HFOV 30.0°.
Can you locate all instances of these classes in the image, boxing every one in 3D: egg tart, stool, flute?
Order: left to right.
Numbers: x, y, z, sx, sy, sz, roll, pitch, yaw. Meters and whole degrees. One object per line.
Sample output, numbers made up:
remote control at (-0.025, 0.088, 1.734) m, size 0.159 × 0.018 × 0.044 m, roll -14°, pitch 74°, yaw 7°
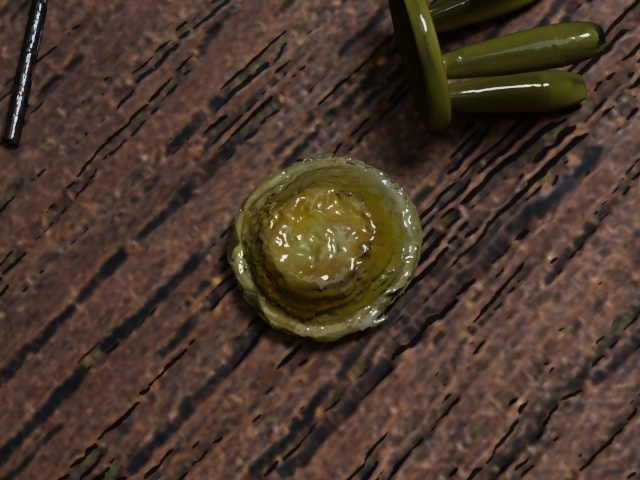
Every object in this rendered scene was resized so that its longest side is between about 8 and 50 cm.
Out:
flute at (-0.195, -0.197, 0.854) m, size 0.014 × 0.014 × 0.270 m, roll 7°, pitch 77°, yaw 9°
egg tart at (0.000, 0.000, 0.765) m, size 0.128 × 0.049 × 0.129 m, roll -2°, pitch 75°, yaw 6°
stool at (0.107, -0.134, 0.753) m, size 0.110 × 0.135 × 0.134 m, roll -14°, pitch 120°, yaw 0°
